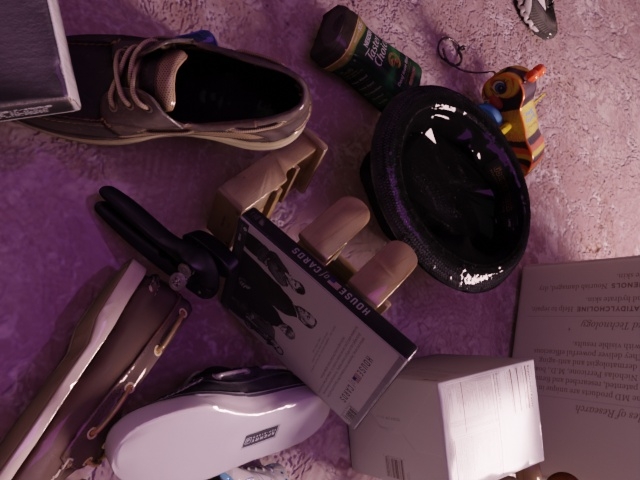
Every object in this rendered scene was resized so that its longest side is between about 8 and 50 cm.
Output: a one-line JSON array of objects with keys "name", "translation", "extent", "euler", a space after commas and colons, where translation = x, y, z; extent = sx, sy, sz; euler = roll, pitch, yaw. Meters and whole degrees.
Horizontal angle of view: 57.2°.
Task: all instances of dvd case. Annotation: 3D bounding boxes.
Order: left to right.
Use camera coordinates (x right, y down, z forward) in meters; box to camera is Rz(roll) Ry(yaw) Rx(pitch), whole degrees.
[{"name": "dvd case", "translation": [-0.017, 0.095, 0.683], "extent": [0.239, 0.179, 0.030], "euler": [40, 50, 15]}]

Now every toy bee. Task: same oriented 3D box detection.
[{"name": "toy bee", "translation": [0.343, -0.245, 1.077], "extent": [0.298, 0.162, 0.195], "euler": [41, 63, -24]}]

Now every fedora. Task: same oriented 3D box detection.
[{"name": "fedora", "translation": [0.176, -0.070, 0.929], "extent": [0.334, 0.153, 0.333], "euler": [7, 77, -32]}]

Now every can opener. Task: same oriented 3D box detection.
[{"name": "can opener", "translation": [-0.187, 0.003, 0.678], "extent": [0.186, 0.059, 0.073], "euler": [31, 26, 8]}]

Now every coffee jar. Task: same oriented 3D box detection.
[{"name": "coffee jar", "translation": [0.072, -0.284, 0.934], "extent": [0.184, 0.079, 0.096], "euler": [28, 67, -29]}]

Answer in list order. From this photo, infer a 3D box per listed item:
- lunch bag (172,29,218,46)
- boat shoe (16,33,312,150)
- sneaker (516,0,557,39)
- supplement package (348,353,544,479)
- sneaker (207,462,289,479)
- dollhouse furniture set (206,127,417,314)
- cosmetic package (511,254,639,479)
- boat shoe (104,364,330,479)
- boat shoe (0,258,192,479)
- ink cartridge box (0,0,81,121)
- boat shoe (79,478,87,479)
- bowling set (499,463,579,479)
[{"name": "lunch bag", "translation": [-0.158, -0.213, 0.762], "extent": [0.067, 0.065, 0.098], "euler": [-17, 93, -14]}, {"name": "boat shoe", "translation": [-0.178, -0.178, 0.653], "extent": [0.356, 0.130, 0.132], "euler": [-1, 86, -15]}, {"name": "sneaker", "translation": [0.468, -0.548, 1.248], "extent": [0.078, 0.106, 0.234], "euler": [-31, 101, -34]}, {"name": "supplement package", "translation": [0.176, 0.255, 0.853], "extent": [0.203, 0.194, 0.149], "euler": [-2, 85, -36]}, {"name": "sneaker", "translation": [-0.086, 0.309, 0.742], "extent": [0.190, 0.071, 0.083], "euler": [50, 45, -23]}, {"name": "dollhouse furniture set", "translation": [0.000, 0.000, 0.761], "extent": [0.242, 0.212, 0.161], "euler": [44, 57, 7]}, {"name": "cosmetic package", "translation": [0.573, 0.265, 1.060], "extent": [0.330, 0.327, 0.393], "euler": [22, 71, -32]}, {"name": "boat shoe", "translation": [-0.119, 0.196, 0.684], "extent": [0.301, 0.102, 0.108], "euler": [2, 115, -48]}, {"name": "boat shoe", "translation": [-0.246, 0.174, 0.610], "extent": [0.097, 0.117, 0.324], "euler": [38, 57, -22]}, {"name": "ink cartridge box", "translation": [-0.408, -0.247, 0.525], "extent": [0.304, 0.072, 0.307], "euler": [-13, 93, -14]}, {"name": "boat shoe", "translation": [-0.160, 0.364, 0.647], "extent": [0.302, 0.109, 0.094], "euler": [38, 61, -23]}, {"name": "bowling set", "translation": [0.287, 0.421, 0.882], "extent": [0.287, 0.200, 0.154], "euler": [-1, 86, -47]}]
